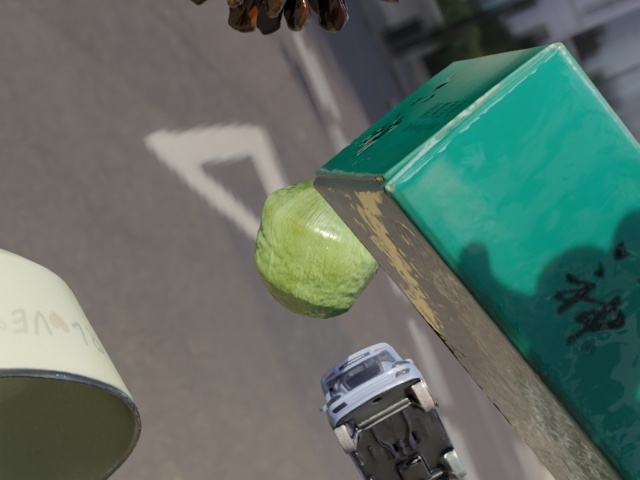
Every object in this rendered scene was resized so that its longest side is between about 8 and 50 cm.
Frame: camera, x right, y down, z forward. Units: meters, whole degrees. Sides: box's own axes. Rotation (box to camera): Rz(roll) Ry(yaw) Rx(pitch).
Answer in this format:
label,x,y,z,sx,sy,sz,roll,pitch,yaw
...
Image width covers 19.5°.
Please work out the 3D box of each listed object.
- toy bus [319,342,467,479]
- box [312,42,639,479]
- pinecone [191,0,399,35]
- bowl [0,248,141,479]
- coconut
label,x,y,z,sx,sy,sz,roll,pitch,yaw
toy bus,0.046,0.130,1.312,0.076,0.073,0.167,60,-3,36
box,0.117,0.040,0.777,0.245,0.092,0.153,51,-6,-10
pinecone,-0.031,-0.295,1.625,0.264,0.264,0.264,-23,90,-82
bowl,-0.227,0.078,1.024,0.238,0.237,0.126,54,16,-61
coconut,0.000,0.000,1.198,0.088,0.087,0.096,-93,-157,-68
